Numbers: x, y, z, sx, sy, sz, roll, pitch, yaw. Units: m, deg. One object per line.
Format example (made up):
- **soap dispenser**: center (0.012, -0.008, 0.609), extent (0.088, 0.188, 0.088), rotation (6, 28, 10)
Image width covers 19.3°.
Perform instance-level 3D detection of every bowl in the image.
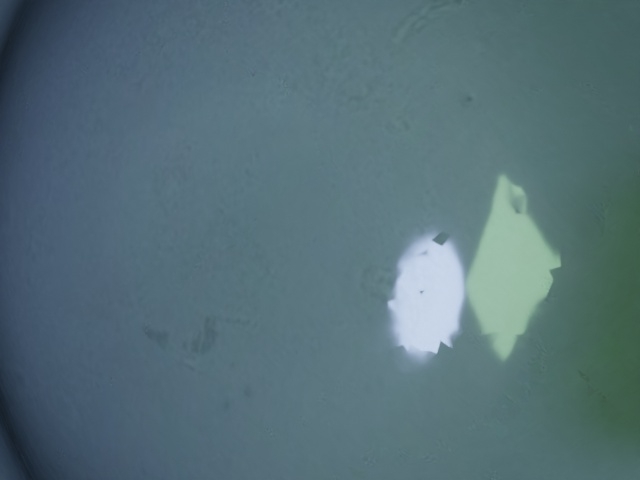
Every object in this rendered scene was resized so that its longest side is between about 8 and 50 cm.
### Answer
- **bowl**: center (0.000, 0.000, 0.649), extent (0.346, 0.157, 0.345), rotation (0, 91, -31)
